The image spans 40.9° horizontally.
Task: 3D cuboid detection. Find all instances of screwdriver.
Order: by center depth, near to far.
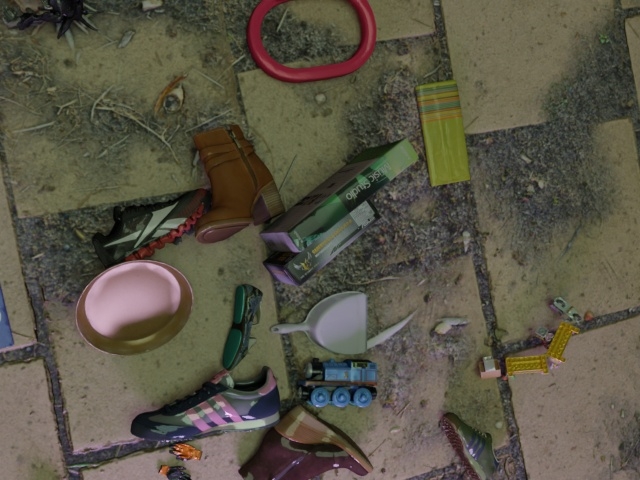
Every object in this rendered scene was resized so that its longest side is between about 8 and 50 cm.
[{"bbox_3d":[-0.085,-0.114,1.875,0.024,0.025,0.170,28,83,-16],"label":"screwdriver"}]

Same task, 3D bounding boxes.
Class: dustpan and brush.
[{"bbox_3d":[-0.003,0.189,1.893,0.211,0.060,0.147,-6,105,-24],"label":"dustpan and brush"}]

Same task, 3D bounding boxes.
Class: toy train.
[{"bbox_3d":[0.039,0.313,1.893,0.184,0.080,0.105,4,80,-15],"label":"toy train"}]

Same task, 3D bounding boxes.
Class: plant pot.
[{"bbox_3d":[-0.376,0.131,1.731,0.236,0.032,0.236,-13,127,-18],"label":"plant pot"}]

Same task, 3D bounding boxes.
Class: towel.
[{"bbox_3d":[0.284,-0.250,1.996,0.102,0.021,0.237,-10,94,-12],"label":"towel"}]

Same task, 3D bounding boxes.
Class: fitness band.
[{"bbox_3d":[-0.018,-0.456,1.883,0.290,0.054,0.209,-11,96,-16],"label":"fitness band"}]

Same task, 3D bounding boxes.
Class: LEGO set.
[{"bbox_3d":[0.512,0.273,2.049,0.287,0.107,0.132,-38,66,-9],"label":"LEGO set"}]

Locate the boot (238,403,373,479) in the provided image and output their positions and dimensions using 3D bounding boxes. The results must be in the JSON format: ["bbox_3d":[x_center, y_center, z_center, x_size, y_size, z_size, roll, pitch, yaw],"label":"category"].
[{"bbox_3d":[-0.030,0.496,1.882,0.248,0.090,0.207,39,91,-15],"label":"boot"}]

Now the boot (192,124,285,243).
[{"bbox_3d":[-0.197,-0.123,1.739,0.283,0.109,0.220,-27,89,-51],"label":"boot"}]

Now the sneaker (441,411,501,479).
[{"bbox_3d":[0.357,0.468,2.004,0.086,0.064,0.192,-33,100,-22],"label":"sneaker"}]

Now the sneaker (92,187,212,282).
[{"bbox_3d":[-0.347,-0.037,1.753,0.276,0.097,0.135,-37,103,-13],"label":"sneaker"}]

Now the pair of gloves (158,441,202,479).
[{"bbox_3d":[-0.296,0.473,1.819,0.074,0.010,0.083,25,84,-16],"label":"pair of gloves"}]

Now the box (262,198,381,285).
[{"bbox_3d":[0.000,0.000,1.820,0.231,0.183,0.056,-39,102,-13],"label":"box"}]

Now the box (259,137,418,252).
[{"bbox_3d":[0.034,-0.092,1.804,0.322,0.232,0.058,-40,101,-13],"label":"box"}]

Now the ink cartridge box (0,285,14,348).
[{"bbox_3d":[-0.788,0.090,1.631,0.330,0.071,0.324,-14,94,-16],"label":"ink cartridge box"}]

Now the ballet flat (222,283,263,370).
[{"bbox_3d":[-0.160,0.189,1.836,0.070,0.070,0.189,12,90,-17],"label":"ballet flat"}]

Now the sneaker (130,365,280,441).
[{"bbox_3d":[-0.238,0.333,1.783,0.318,0.112,0.131,-4,101,-26],"label":"sneaker"}]

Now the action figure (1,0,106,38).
[{"bbox_3d":[-0.560,-0.498,1.667,0.275,0.140,0.164,33,71,-41],"label":"action figure"}]
